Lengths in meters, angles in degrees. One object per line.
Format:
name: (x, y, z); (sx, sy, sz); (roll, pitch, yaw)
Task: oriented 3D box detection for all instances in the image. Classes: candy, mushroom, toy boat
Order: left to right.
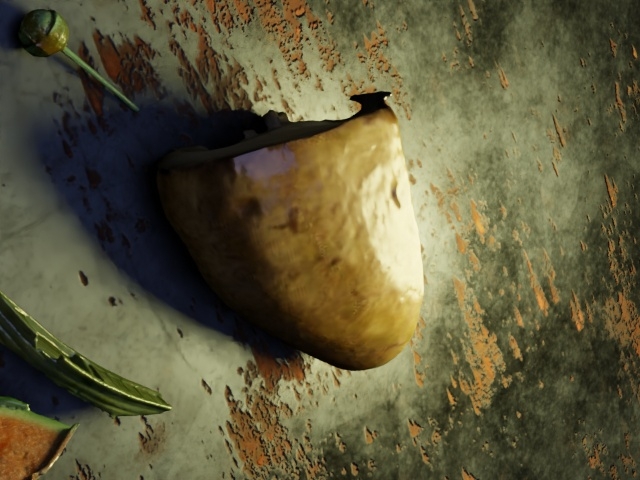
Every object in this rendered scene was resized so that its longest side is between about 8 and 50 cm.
toy boat: (-0.310, 0.154, 1.490); (0.293, 0.093, 0.055); (40, 87, -33)
candy: (-0.299, -0.219, 1.504); (0.202, 0.061, 0.061); (41, 68, -42)
mushroom: (-0.026, 0.030, 1.626); (0.314, 0.224, 0.397); (-25, 109, -38)

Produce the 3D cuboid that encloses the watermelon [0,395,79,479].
watermelon: (-0.478, 0.264, 1.293); (0.319, 0.292, 0.222); (-34, 102, 12)
